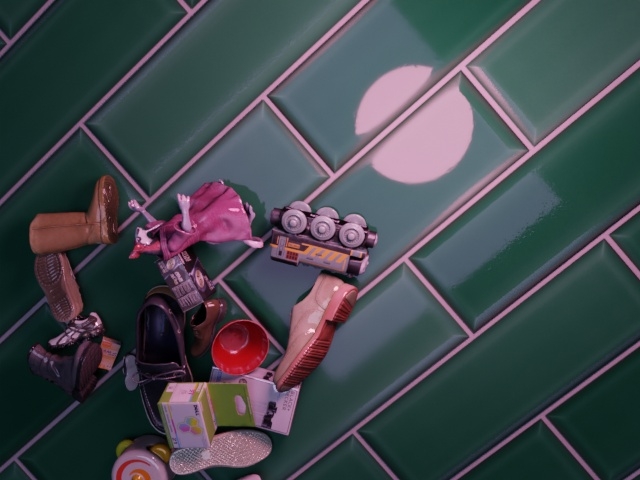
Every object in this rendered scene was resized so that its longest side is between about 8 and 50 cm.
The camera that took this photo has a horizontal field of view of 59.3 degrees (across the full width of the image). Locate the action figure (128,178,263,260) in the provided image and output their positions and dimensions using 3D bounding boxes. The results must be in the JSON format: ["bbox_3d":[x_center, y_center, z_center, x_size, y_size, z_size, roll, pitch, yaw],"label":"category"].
[{"bbox_3d":[-0.399,-0.030,1.674,0.370,0.248,0.275,-35,118,-29],"label":"action figure"}]

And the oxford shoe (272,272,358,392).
[{"bbox_3d":[-0.042,0.285,1.755,0.147,0.140,0.396,32,85,28],"label":"oxford shoe"}]

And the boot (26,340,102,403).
[{"bbox_3d":[-0.828,0.390,1.785,0.223,0.118,0.338,30,132,-1],"label":"boot"}]

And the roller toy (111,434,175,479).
[{"bbox_3d":[-0.579,0.760,1.861,0.210,0.146,0.190,-7,97,6],"label":"roller toy"}]

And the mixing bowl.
[{"bbox_3d":[-0.264,0.324,1.784,0.182,0.098,0.181,-5,103,-20],"label":"mixing bowl"}]

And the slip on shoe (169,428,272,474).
[{"bbox_3d":[-0.326,0.693,1.852,0.332,0.101,0.122,-9,80,-9],"label":"slip on shoe"}]

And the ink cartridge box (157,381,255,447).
[{"bbox_3d":[-0.346,0.536,1.728,0.256,0.097,0.188,-3,116,8],"label":"ink cartridge box"}]

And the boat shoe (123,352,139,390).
[{"bbox_3d":[-0.638,0.438,1.880,0.046,0.038,0.125,-12,105,-35],"label":"boat shoe"}]

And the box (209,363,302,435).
[{"bbox_3d":[-0.217,0.502,1.822,0.290,0.087,0.169,15,99,3],"label":"box"}]

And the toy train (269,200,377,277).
[{"bbox_3d":[0.000,0.000,1.719,0.334,0.142,0.190,14,111,2],"label":"toy train"}]

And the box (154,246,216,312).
[{"bbox_3d":[-0.419,0.115,1.761,0.078,0.147,0.180,-28,93,9],"label":"box"}]

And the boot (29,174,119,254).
[{"bbox_3d":[-0.788,-0.082,1.788,0.270,0.089,0.235,-5,79,10],"label":"boot"}]

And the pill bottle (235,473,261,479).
[{"bbox_3d":[-0.204,0.930,1.840,0.161,0.161,0.283,-22,95,8],"label":"pill bottle"}]

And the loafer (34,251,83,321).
[{"bbox_3d":[-0.852,0.141,1.838,0.102,0.092,0.268,-20,79,0],"label":"loafer"}]

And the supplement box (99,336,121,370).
[{"bbox_3d":[-0.711,0.376,1.869,0.062,0.036,0.098,21,100,-21],"label":"supplement box"}]

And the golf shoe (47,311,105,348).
[{"bbox_3d":[-0.816,0.299,1.868,0.198,0.077,0.093,-18,84,1],"label":"golf shoe"}]

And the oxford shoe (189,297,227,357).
[{"bbox_3d":[-0.383,0.279,1.791,0.083,0.096,0.227,40,116,42],"label":"oxford shoe"}]

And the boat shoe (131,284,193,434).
[{"bbox_3d":[-0.511,0.397,1.805,0.187,0.156,0.499,2,99,4],"label":"boat shoe"}]
